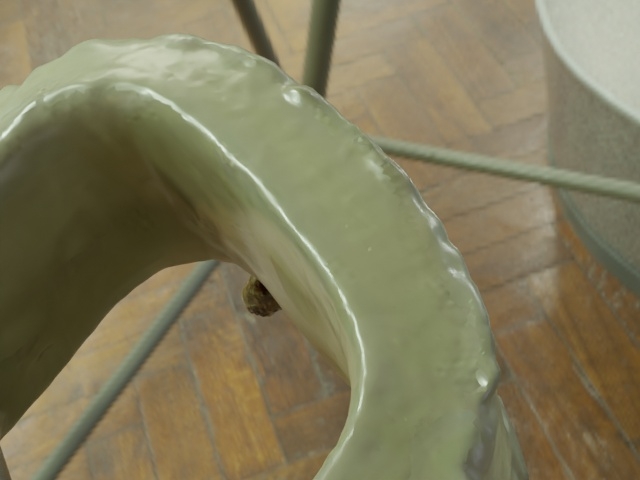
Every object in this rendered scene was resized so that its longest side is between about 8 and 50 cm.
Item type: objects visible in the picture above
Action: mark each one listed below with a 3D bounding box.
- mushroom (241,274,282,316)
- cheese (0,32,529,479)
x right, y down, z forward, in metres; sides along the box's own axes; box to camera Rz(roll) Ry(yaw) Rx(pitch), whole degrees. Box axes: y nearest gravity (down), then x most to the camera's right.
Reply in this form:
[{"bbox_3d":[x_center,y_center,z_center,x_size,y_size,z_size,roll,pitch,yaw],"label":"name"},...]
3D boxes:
[{"bbox_3d":[0.003,-0.003,0.683,0.126,0.109,0.085,34,23,3],"label":"mushroom"},{"bbox_3d":[-0.080,0.075,0.494,0.292,0.153,0.332,-29,52,-4],"label":"cheese"}]
